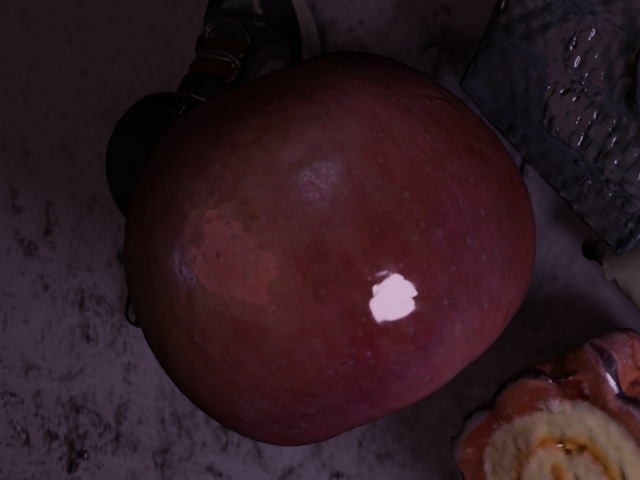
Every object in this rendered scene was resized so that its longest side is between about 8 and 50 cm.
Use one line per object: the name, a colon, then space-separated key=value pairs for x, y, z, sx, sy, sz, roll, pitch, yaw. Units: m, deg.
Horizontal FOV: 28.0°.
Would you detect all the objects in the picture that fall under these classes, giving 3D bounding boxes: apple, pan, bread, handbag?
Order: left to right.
pan: x=-0.151 y=-0.019 z=1.160 sx=0.136 sy=0.028 sz=0.235 roll=29 pitch=118 yaw=25
apple: x=0.000 y=0.000 z=0.886 sx=0.305 sy=0.306 sz=0.235 roll=-30 pitch=93 yaw=37
bread: x=0.207 y=0.190 z=0.912 sx=0.190 sy=0.123 sz=0.244 roll=-32 pitch=84 yaw=41
handbag: x=0.198 y=-0.140 z=0.819 sx=0.175 sy=0.088 sz=0.270 roll=43 pitch=125 yaw=39

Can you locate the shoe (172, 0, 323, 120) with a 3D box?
shoe: x=-0.065 y=-0.109 z=1.023 sx=0.099 sy=0.112 sz=0.227 roll=8 pitch=110 yaw=34

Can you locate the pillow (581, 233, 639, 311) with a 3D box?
pillow: x=0.349 y=0.036 z=0.771 sx=0.310 sy=0.119 sz=0.312 roll=54 pitch=128 yaw=15
